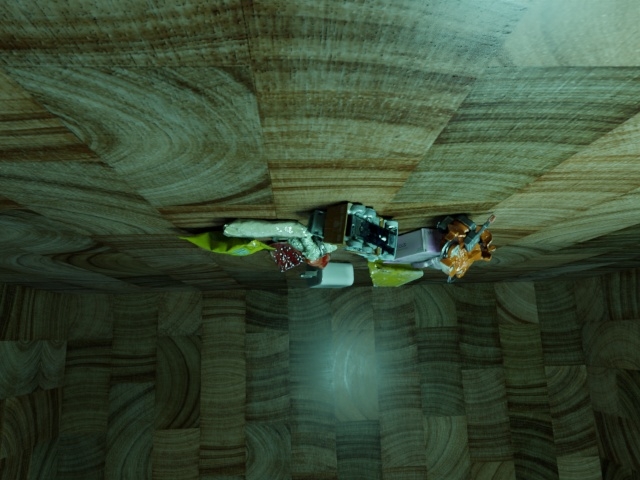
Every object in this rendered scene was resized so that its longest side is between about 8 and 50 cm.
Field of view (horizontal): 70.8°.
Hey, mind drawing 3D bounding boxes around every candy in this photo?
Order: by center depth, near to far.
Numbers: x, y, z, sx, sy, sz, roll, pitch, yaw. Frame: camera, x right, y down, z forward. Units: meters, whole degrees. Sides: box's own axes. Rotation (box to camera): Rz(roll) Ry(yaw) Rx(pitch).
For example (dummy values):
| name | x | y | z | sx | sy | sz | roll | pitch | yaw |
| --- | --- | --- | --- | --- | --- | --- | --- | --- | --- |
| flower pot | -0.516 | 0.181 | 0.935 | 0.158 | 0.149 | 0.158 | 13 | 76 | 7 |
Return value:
| name | x | y | z | sx | sy | sz | roll | pitch | yaw |
| --- | --- | --- | --- | --- | --- | --- | --- | --- | --- |
| candy | -0.318 | 0.008 | 1.520 | 0.296 | 0.081 | 0.187 | 4 | 178 | 16 |

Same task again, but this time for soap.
| name | x | y | z | sx | sy | sz | roll | pitch | yaw |
| --- | --- | --- | --- | --- | --- | --- | --- | --- | --- |
| soap | 0.224 | 0.116 | 1.964 | 0.338 | 0.170 | 0.304 | 9 | 154 | -40 |

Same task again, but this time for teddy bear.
| name | x | y | z | sx | sy | sz | roll | pitch | yaw |
| --- | --- | --- | --- | --- | --- | --- | --- | --- | --- |
| teddy bear | -0.006 | 0.019 | 1.595 | 0.213 | 0.111 | 0.133 | 9 | 168 | -36 |

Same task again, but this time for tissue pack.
| name | x | y | z | sx | sy | sz | roll | pitch | yaw |
| --- | --- | --- | --- | --- | --- | --- | --- | --- | --- |
| tissue pack | 0.364 | 0.025 | 1.723 | 0.148 | 0.093 | 0.246 | 4 | 167 | -33 |

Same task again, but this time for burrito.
| name | x | y | z | sx | sy | sz | roll | pitch | yaw |
| --- | --- | --- | --- | --- | --- | --- | --- | --- | --- |
| burrito | -0.170 | -0.037 | 1.430 | 0.274 | 0.059 | 0.082 | 1 | 179 | -10 |

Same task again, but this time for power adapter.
| name | x | y | z | sx | sy | sz | roll | pitch | yaw |
| --- | --- | --- | --- | --- | --- | --- | --- | --- | --- |
| power adapter | 0.019 | 0.177 | 2.329 | 0.255 | 0.124 | 0.187 | 5 | 165 | -27 |

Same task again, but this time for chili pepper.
| name | x | y | z | sx | sy | sz | roll | pitch | yaw |
| --- | --- | --- | --- | --- | --- | --- | --- | --- | --- |
| chili pepper | -0.029 | 0.055 | 1.829 | 0.084 | 0.086 | 0.192 | -37 | 141 | 22 |

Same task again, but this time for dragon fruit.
| name | x | y | z | sx | sy | sz | roll | pitch | yaw |
| --- | --- | --- | --- | --- | --- | --- | --- | --- | --- |
| dragon fruit | -0.140 | 0.047 | 1.791 | 0.127 | 0.121 | 0.161 | -24 | -172 | -6 |

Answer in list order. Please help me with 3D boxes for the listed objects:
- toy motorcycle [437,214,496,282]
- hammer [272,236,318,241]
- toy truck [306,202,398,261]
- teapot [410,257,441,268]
| name | x | y | z | sx | sy | sz | roll | pitch | yaw |
| --- | --- | --- | --- | --- | --- | --- | --- | --- | --- |
| toy motorcycle | 0.491 | 0.017 | 1.531 | 0.147 | 0.221 | 0.326 | 37 | 173 | 32 |
| hammer | -0.093 | -0.008 | 1.682 | 0.181 | 0.017 | 0.062 | 0 | 168 | -14 |
| toy truck | 0.116 | -0.017 | 1.412 | 0.184 | 0.133 | 0.338 | 2 | 170 | 37 |
| teapot | 0.447 | 0.073 | 1.875 | 0.116 | 0.148 | 0.146 | 41 | 156 | -28 |
